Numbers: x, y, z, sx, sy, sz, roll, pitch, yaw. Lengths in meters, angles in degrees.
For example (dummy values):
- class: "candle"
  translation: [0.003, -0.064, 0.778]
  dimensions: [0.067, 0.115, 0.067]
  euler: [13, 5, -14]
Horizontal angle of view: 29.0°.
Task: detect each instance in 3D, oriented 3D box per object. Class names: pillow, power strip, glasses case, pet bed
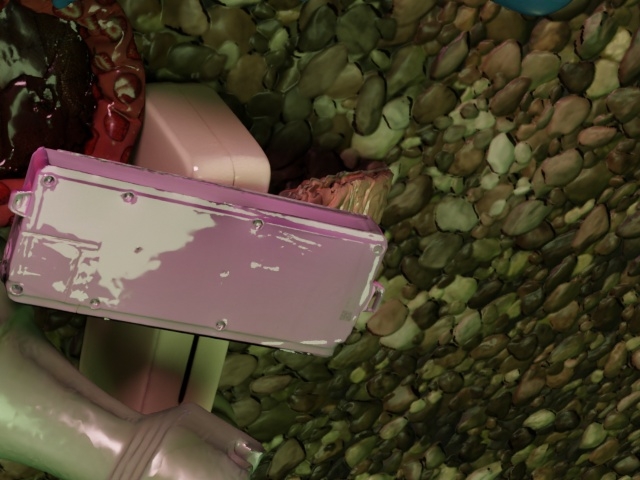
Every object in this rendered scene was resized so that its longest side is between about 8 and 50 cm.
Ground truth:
- class: "pillow"
  translation: [0.000, 0.000, 1.017]
  dimensions: [0.232, 0.043, 0.126]
  euler: [-19, 133, -66]
- class: "power strip"
  translation: [-0.086, 0.012, 0.872]
  dimensions: [0.278, 0.037, 0.109]
  euler: [12, 114, -22]
- class: "glasses case"
  translation: [-0.125, 0.034, 0.999]
  dimensions: [0.070, 0.131, 0.313]
  euler: [-7, 130, -31]
- class: "pet bed"
  translation: [-0.211, -0.100, 0.862]
  dimensions: [0.201, 0.053, 0.201]
  euler: [-14, 113, -37]

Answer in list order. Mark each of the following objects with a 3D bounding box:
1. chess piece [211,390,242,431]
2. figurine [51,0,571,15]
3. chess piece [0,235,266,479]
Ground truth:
- class: "chess piece"
  translation: [-0.100, 0.254, 1.122]
  dimensions: [0.133, 0.243, 0.133]
  euler: [-16, 133, -18]
- class: "figurine"
  translation: [-0.045, -0.242, 0.765]
  dimensions: [0.416, 0.243, 0.298]
  euler: [16, 121, -16]
- class: "chess piece"
  translation: [-0.197, 0.130, 0.908]
  dimensions: [0.299, 0.194, 0.195]
  euler: [29, 115, 1]
